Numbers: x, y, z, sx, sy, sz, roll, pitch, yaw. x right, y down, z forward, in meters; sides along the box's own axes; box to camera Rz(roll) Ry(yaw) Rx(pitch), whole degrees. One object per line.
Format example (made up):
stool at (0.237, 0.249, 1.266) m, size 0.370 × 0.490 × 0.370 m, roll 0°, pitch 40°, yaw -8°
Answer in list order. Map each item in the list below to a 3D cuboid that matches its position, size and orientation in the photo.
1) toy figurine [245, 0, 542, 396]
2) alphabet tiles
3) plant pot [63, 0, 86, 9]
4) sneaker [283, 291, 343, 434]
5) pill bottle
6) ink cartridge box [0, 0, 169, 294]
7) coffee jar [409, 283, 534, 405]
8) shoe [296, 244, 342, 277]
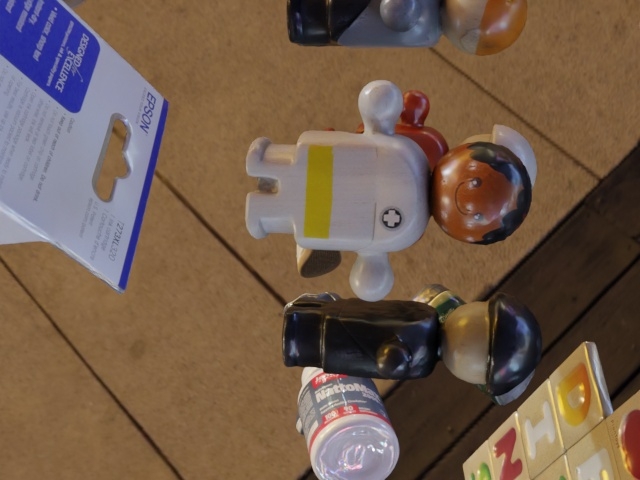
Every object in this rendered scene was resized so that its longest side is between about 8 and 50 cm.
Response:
toy figurine at (0.056, -0.035, 0.529) m, size 0.148 × 0.209 × 0.213 m, roll 3°, pitch 52°, yaw 11°
alphabet tiles at (0.163, 0.247, 0.635) m, size 0.011 × 0.342 × 0.285 m, roll 5°, pitch 55°, yaw -14°
plant pot at (-0.244, -0.280, 0.657) m, size 0.109 × 0.237 × 0.237 m, roll 1°, pitch 69°, yaw 14°
sneaker at (-0.011, 0.194, 1.547) m, size 0.163 × 0.086 × 0.226 m, roll 37°, pitch 104°, yaw 35°
pill bottle at (0.028, 0.220, 1.173) m, size 0.108 × 0.108 × 0.180 m, roll -26°, pitch 26°, yaw 1°
ink cartridge box at (-0.238, -0.126, 0.508) m, size 0.069 × 0.371 × 0.176 m, roll -24°, pitch 43°, yaw 29°
coffee jar at (0.201, 0.138, 1.273) m, size 0.079 × 0.096 × 0.184 m, roll -43°, pitch 51°, yaw -10°
shoe at (0.000, 0.000, 1.585) m, size 0.076 × 0.219 × 0.058 m, roll -6°, pitch 64°, yaw -11°
